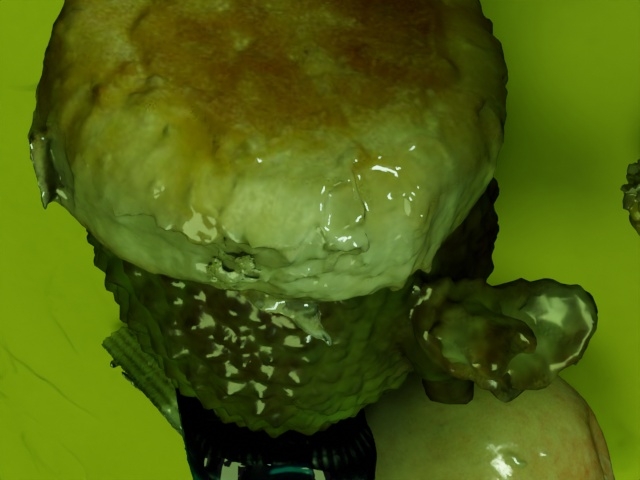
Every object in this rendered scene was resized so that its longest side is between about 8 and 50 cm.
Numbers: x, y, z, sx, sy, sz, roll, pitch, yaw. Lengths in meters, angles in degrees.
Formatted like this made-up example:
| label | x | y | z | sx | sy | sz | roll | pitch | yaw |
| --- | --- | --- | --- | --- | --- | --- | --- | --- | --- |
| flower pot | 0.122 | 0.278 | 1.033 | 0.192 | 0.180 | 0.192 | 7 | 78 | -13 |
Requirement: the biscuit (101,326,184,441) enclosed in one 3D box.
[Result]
| label | x | y | z | sx | sy | sz | roll | pitch | yaw |
| --- | --- | --- | --- | --- | --- | --- | --- | --- | --- |
| biscuit | -0.111 | 0.138 | 1.303 | 0.121 | 0.040 | 0.199 | 48 | 172 | -24 |

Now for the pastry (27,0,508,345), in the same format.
| label | x | y | z | sx | sy | sz | roll | pitch | yaw |
| --- | --- | --- | --- | --- | --- | --- | --- | --- | --- |
| pastry | -0.026 | -0.073 | 0.824 | 0.235 | 0.257 | 0.121 | 10 | 140 | -2 |

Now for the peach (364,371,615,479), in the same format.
| label | x | y | z | sx | sy | sz | roll | pitch | yaw |
| --- | --- | --- | --- | --- | --- | --- | --- | --- | --- |
| peach | 0.119 | 0.184 | 1.176 | 0.232 | 0.232 | 0.232 | 15 | 137 | 15 |

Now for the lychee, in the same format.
| label | x | y | z | sx | sy | sz | roll | pitch | yaw |
| --- | --- | --- | --- | --- | --- | --- | --- | --- | --- |
| lychee | -0.008 | -0.007 | 1.015 | 0.270 | 0.270 | 0.320 | -45 | 68 | 48 |

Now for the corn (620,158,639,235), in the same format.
| label | x | y | z | sx | sy | sz | roll | pitch | yaw |
| --- | --- | --- | --- | --- | --- | --- | --- | --- | --- |
| corn | 0.302 | 0.021 | 0.997 | 0.260 | 0.091 | 0.091 | 35 | 172 | -7 |

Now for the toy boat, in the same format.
| label | x | y | z | sx | sy | sz | roll | pitch | yaw |
| --- | --- | --- | --- | --- | --- | --- | --- | --- | --- |
| toy boat | -0.045 | 0.128 | 1.145 | 0.134 | 0.299 | 0.092 | 4 | 109 | -9 |
